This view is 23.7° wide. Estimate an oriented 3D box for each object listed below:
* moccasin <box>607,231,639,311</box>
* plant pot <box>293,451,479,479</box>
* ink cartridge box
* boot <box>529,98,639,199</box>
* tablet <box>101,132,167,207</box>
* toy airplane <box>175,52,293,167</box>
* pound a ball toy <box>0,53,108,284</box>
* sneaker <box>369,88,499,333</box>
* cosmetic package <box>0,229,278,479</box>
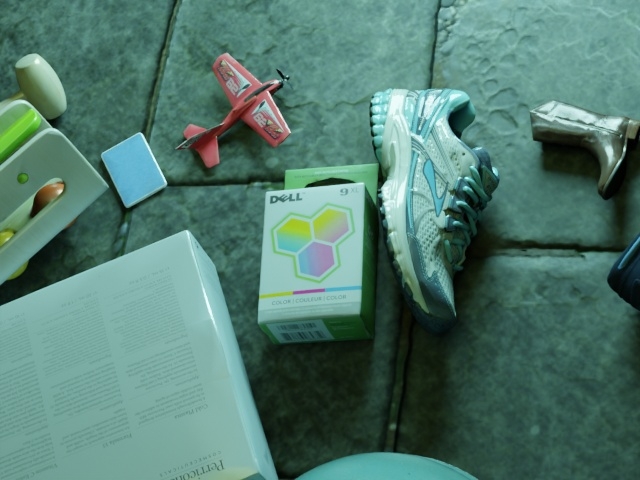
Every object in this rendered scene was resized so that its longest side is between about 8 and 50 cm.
[{"bbox_3d":[0.381,-0.084,1.466,0.116,0.138,0.342,22,70,30],"label":"moccasin"},{"bbox_3d":[0.043,0.313,1.298,0.293,0.196,0.293,-4,72,12],"label":"plant pot"},{"bbox_3d":[0.000,0.000,1.580,0.109,0.062,0.209,-5,62,15],"label":"ink cartridge box"},{"bbox_3d":[0.260,-0.096,1.564,0.114,0.037,0.106,17,56,21],"label":"boot"},{"bbox_3d":[-0.210,-0.080,1.719,0.054,0.006,0.083,-29,60,0],"label":"tablet"},{"bbox_3d":[-0.094,-0.138,1.701,0.151,0.028,0.151,-8,60,14],"label":"toy airplane"},{"bbox_3d":[-0.370,-0.039,1.696,0.319,0.136,0.208,-43,34,-7],"label":"pound a ball toy"},{"bbox_3d":[0.122,-0.043,1.541,0.122,0.110,0.283,-11,61,8],"label":"sneaker"},{"bbox_3d":[-0.256,0.191,1.539,0.377,0.097,0.284,-22,57,5],"label":"cosmetic package"}]
